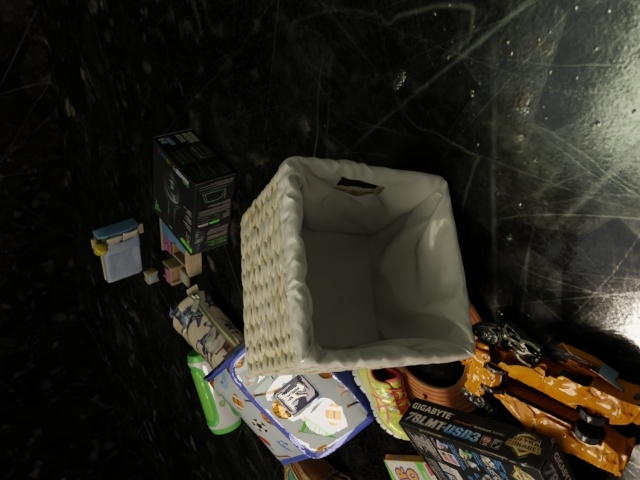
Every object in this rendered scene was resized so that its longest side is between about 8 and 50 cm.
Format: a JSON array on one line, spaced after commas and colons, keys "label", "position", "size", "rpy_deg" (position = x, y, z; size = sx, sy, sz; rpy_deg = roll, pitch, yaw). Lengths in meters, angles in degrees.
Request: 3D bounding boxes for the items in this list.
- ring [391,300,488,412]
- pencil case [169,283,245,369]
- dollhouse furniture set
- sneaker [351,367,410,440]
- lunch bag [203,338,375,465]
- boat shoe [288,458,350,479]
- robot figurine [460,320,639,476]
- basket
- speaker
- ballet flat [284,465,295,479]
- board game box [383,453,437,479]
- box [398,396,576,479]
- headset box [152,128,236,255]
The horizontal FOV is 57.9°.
[{"label": "ring", "position": [0.212, 0.195, 1.174], "size": [0.336, 0.032, 0.337], "rpy_deg": [30, 130, 42]}, {"label": "pencil case", "position": [-0.308, 0.319, 1.809], "size": [0.410, 0.160, 0.184], "rpy_deg": [37, 149, 36]}, {"label": "dollhouse furniture set", "position": [-0.578, 0.092, 1.919], "size": [0.198, 0.303, 0.286], "rpy_deg": [37, 134, 37]}, {"label": "sneaker", "position": [0.151, 0.330, 1.235], "size": [0.208, 0.081, 0.094], "rpy_deg": [51, 136, 18]}, {"label": "lunch bag", "position": [-0.070, 0.353, 1.413], "size": [0.328, 0.239, 0.385], "rpy_deg": [47, 140, -2]}, {"label": "boat shoe", "position": [0.040, 0.682, 1.604], "size": [0.307, 0.110, 0.104], "rpy_deg": [40, 133, 19]}, {"label": "robot figurine", "position": [0.360, 0.241, 0.937], "size": [0.291, 0.085, 0.211], "rpy_deg": [24, 126, 37]}, {"label": "basket", "position": [0.044, 0.062, 1.007], "size": [0.266, 0.328, 0.331], "rpy_deg": [-30, 61, 57]}, {"label": "speaker", "position": [-0.371, 0.520, 2.028], "size": [0.131, 0.131, 0.297], "rpy_deg": [-3, 106, 53]}, {"label": "ballet flat", "position": [-0.084, 0.766, 1.848], "size": [0.067, 0.073, 0.206], "rpy_deg": [-115, 27, -56]}, {"label": "board game box", "position": [0.242, 0.557, 1.326], "size": [0.259, 0.039, 0.124], "rpy_deg": [-29, 84, 57]}, {"label": "box", "position": [0.323, 0.432, 1.040], "size": [0.293, 0.073, 0.295], "rpy_deg": [-1, 129, 51]}, {"label": "headset box", "position": [-0.376, -0.133, 1.683], "size": [0.246, 0.131, 0.283], "rpy_deg": [45, 139, 30]}]
